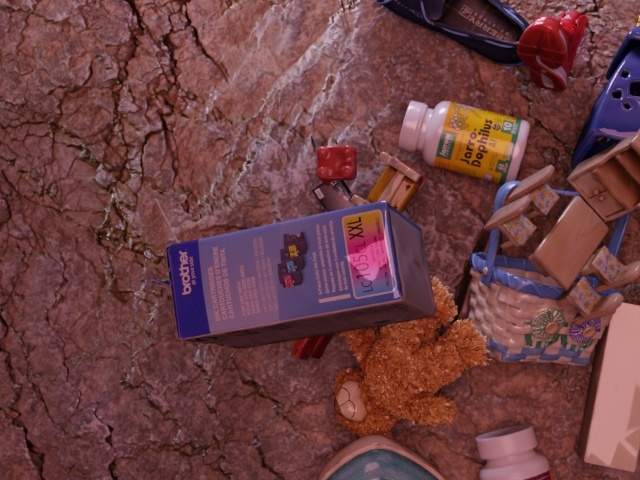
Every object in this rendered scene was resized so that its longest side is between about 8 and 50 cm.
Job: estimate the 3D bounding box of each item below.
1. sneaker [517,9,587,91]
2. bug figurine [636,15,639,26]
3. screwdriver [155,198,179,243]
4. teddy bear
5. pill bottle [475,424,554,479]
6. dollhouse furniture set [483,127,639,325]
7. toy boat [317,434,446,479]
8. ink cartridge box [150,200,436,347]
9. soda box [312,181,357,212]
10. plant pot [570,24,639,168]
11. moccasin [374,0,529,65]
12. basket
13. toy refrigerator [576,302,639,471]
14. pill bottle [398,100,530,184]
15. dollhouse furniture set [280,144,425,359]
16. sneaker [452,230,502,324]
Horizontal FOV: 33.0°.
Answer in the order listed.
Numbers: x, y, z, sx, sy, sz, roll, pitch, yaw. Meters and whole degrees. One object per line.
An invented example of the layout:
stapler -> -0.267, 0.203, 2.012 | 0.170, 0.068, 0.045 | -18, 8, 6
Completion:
sneaker -> 0.391, -0.350, 1.812 | 0.087, 0.221, 0.128 | 18, 78, 16
bug figurine -> 0.696, -0.395, 1.847 | 0.279, 0.072, 0.216 | 13, 88, 7
screwdriver -> -0.264, -0.001, 1.954 | 0.025, 0.024, 0.170 | -29, 81, -25
teddy bear -> 0.129, 0.209, 1.778 | 0.338, 0.113, 0.245 | -27, 91, 34
pill bottle -> 0.335, 0.428, 1.811 | 0.121, 0.121, 0.221 | -14, 85, 5
dollhouse furniture set -> 0.415, -0.036, 1.622 | 0.212, 0.161, 0.242 | 46, 59, -7
toy boat -> 0.073, 0.482, 1.798 | 0.318, 0.148, 0.267 | -43, 118, 16
ink cartridge box -> -0.050, 0.068, 1.620 | 0.395, 0.270, 0.151 | -13, 78, 14
soda box -> 0.055, -0.033, 1.900 | 0.053, 0.060, 0.169 | -34, 84, 8
plant pot -> 0.563, -0.212, 1.776 | 0.236, 0.236, 0.212 | 16, 81, 8
moccasin -> 0.226, -0.428, 1.878 | 0.342, 0.117, 0.138 | 26, 89, 7
basket -> 0.374, 0.054, 1.766 | 0.254, 0.201, 0.289 | 5, 99, -24
toy refrigerator -> 0.505, 0.241, 1.814 | 0.094, 0.102, 0.270 | 10, 87, 7
pill bottle -> 0.245, -0.174, 1.860 | 0.208, 0.117, 0.118 | 16, 88, 7
dollhouse furniture set -> 0.000, 0.000, 1.834 | 0.201, 0.152, 0.374 | 35, 94, 16
sneaker -> 0.288, 0.071, 1.877 | 0.071, 0.066, 0.188 | 19, 94, -10
